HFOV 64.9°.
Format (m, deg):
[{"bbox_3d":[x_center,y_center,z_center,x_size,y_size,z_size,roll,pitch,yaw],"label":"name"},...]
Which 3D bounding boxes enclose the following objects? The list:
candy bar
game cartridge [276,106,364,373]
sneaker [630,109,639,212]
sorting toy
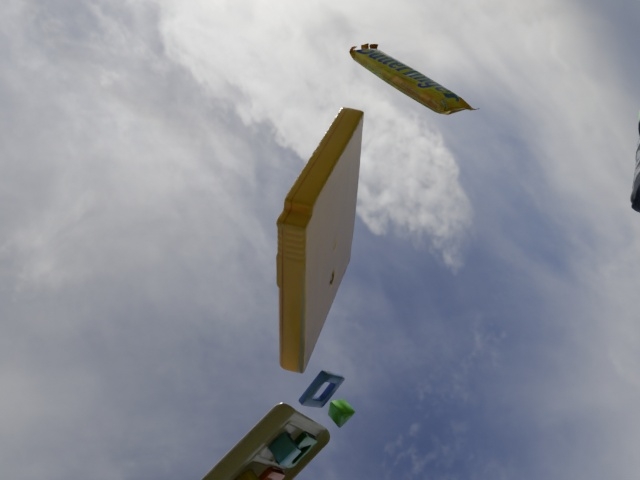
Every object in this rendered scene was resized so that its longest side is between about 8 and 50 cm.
[{"bbox_3d":[0.086,-0.162,0.505,0.040,0.018,0.161,-19,-132,-29],"label":"candy bar"},{"bbox_3d":[0.000,0.000,0.787,0.052,0.324,0.285,13,-138,13],"label":"game cartridge"},{"bbox_3d":[0.462,-0.053,0.455,0.185,0.483,0.202,13,-78,1],"label":"sneaker"},{"bbox_3d":[-0.073,0.350,0.772,0.347,0.047,0.196,-44,-38,-7],"label":"sorting toy"}]
